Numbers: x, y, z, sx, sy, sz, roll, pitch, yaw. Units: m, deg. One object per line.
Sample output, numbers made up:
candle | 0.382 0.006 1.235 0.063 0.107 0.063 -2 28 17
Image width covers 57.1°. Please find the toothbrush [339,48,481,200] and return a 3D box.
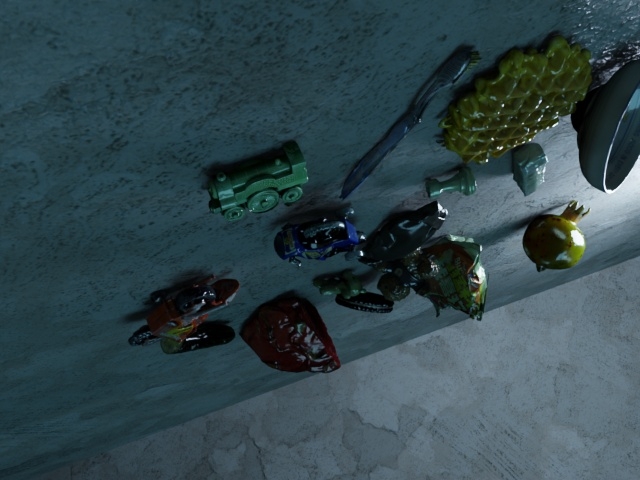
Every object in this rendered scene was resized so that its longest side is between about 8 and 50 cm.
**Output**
toothbrush | 0.135 -0.186 1.046 0.042 0.035 0.413 -9 157 -37

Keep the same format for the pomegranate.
pomegranate | 0.782 -0.009 1.919 0.246 0.198 0.198 -38 154 32

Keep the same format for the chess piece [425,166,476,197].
chess piece | 0.292 -0.125 1.326 0.103 0.067 0.067 -13 160 0

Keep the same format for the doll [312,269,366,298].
doll | 0.056 0.128 1.712 0.150 0.077 0.115 -2 -163 -31

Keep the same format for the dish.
dish | 0.577 -0.243 1.198 0.273 0.134 0.273 -29 132 -38

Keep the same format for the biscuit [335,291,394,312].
biscuit | 0.139 0.192 1.865 0.195 0.053 0.194 9 -178 0

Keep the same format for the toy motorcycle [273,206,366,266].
toy motorcycle | 0.000 0.000 1.288 0.169 0.113 0.315 -15 170 13

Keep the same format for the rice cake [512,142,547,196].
rice cake | 0.501 -0.171 1.408 0.069 0.063 0.206 -32 159 11

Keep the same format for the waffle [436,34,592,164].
waffle | 0.359 -0.245 1.085 0.329 0.062 0.329 -19 161 -7

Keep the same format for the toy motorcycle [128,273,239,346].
toy motorcycle | -0.335 0.175 1.414 0.298 0.089 0.171 -36 157 32

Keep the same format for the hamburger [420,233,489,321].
hamburger | 0.412 0.102 1.806 0.151 0.260 0.276 -29 -165 -30

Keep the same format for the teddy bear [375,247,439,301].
teddy bear | 0.264 0.093 1.740 0.129 0.182 0.251 -41 172 -41

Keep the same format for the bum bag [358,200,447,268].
bum bag | 0.213 -0.017 1.504 0.142 0.079 0.326 -2 156 -27

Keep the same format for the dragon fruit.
dragon fruit | -0.107 0.322 1.819 0.286 0.227 0.329 -19 162 -3

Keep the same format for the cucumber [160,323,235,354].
cucumber | -0.343 0.276 1.691 0.074 0.074 0.241 -35 159 33

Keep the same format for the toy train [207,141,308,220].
toy train | -0.106 -0.095 0.990 0.178 0.071 0.104 -19 152 -10
